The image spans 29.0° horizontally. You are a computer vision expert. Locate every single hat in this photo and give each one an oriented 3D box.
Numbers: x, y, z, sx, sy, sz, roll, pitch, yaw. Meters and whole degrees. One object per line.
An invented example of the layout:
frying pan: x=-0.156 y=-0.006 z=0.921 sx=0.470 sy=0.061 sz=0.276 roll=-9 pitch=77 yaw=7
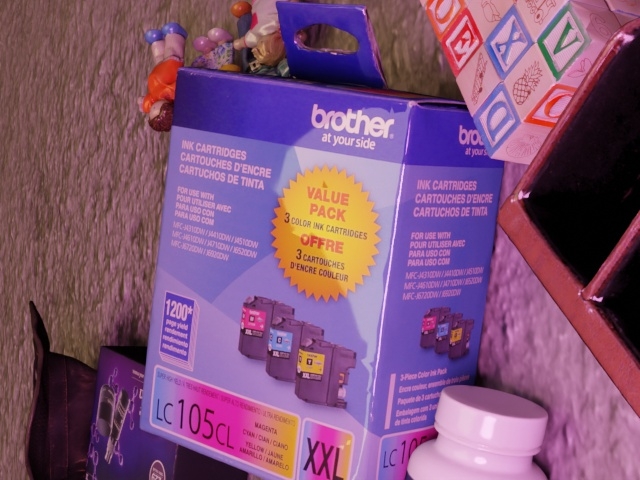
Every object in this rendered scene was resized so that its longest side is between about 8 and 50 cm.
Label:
hat: x=-0.319 y=0.239 z=1.655 sx=0.331 sy=0.134 sz=0.331 roll=179 pitch=90 yaw=-81

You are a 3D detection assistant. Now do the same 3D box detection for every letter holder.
letter holder: x=0.276 y=-0.029 z=0.556 sx=0.214 sy=0.302 sz=0.152 roll=-63 pitch=36 yaw=30

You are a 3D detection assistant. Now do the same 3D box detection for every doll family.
doll family: x=-0.090 y=-0.192 z=1.411 sx=0.263 sy=0.118 sz=0.163 roll=-26 pitch=54 yaw=34

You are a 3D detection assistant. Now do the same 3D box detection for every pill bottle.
pill bottle: x=0.116 y=0.213 z=0.962 sx=0.112 sy=0.112 sz=0.186 roll=23 pitch=104 yaw=58

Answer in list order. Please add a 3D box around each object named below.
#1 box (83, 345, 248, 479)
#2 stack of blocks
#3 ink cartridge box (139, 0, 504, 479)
box: x=-0.183 y=0.235 z=1.471 sx=0.261 sy=0.103 sz=0.184 roll=9 pitch=95 yaw=59
stack of blocks: x=0.165 y=-0.224 z=0.985 sx=0.171 sy=0.087 sz=0.297 roll=-53 pitch=42 yaw=41
ink cartridge box: x=0.000 y=0.000 z=1.068 sx=0.270 sy=0.151 sz=0.395 roll=12 pitch=98 yaw=38
